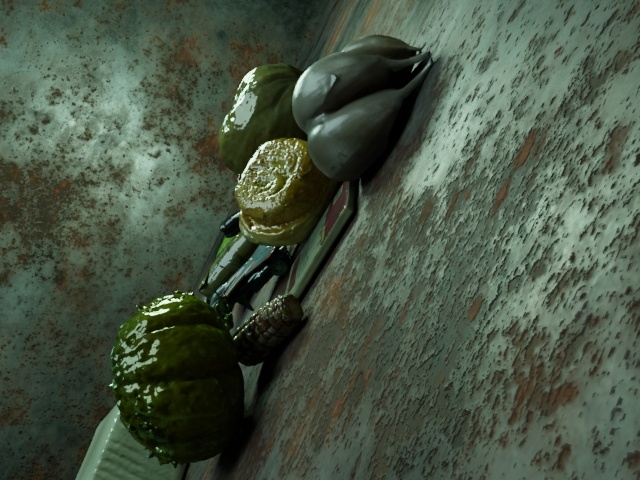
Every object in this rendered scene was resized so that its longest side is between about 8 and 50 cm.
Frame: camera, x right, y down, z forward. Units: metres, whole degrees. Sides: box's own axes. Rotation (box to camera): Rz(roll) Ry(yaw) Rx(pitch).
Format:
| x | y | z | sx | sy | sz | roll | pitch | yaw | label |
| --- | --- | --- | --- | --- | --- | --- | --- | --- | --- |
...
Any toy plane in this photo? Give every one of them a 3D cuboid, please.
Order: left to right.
| x | y | z | sx | sy | sz | roll | pitch | yaw | label |
| --- | --- | --- | --- | --- | --- | --- | --- | --- | --- |
| -0.144 | 0.071 | 1.694 | 0.326 | 0.104 | 0.223 | -59 | 11 | 8 | toy plane |

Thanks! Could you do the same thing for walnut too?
| x | y | z | sx | sy | sz | roll | pitch | yaw | label |
| --- | --- | --- | --- | --- | --- | --- | --- | --- | --- |
| -0.085 | -0.257 | 1.796 | 0.277 | 0.253 | 0.282 | -54 | 16 | 39 | walnut |

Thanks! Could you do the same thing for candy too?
| x | y | z | sx | sy | sz | roll | pitch | yaw | label |
| --- | --- | --- | --- | --- | --- | --- | --- | --- | --- |
| -0.399 | 0.518 | 1.634 | 0.145 | 0.208 | 0.358 | -50 | 15 | 31 | candy |

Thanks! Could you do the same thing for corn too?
| x | y | z | sx | sy | sz | roll | pitch | yaw | label |
| --- | --- | --- | --- | --- | --- | --- | --- | --- | --- |
| -0.091 | 0.155 | 1.368 | 0.237 | 0.079 | 0.079 | -42 | 24 | 53 | corn |

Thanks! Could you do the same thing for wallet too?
| x | y | z | sx | sy | sz | roll | pitch | yaw | label |
| --- | --- | --- | --- | --- | --- | --- | --- | --- | --- |
| -0.131 | -0.096 | 1.981 | 0.245 | 0.052 | 0.168 | -32 | 7 | 24 | wallet |

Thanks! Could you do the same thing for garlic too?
| x | y | z | sx | sy | sz | roll | pitch | yaw | label |
| --- | --- | --- | --- | --- | --- | --- | --- | --- | --- |
| 0.071 | -0.227 | 1.359 | 0.237 | 0.210 | 0.292 | -27 | -6 | -27 | garlic |

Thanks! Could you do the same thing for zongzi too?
| x | y | z | sx | sy | sz | roll | pitch | yaw | label |
| --- | --- | --- | --- | --- | --- | --- | --- | --- | --- |
| -0.194 | 0.049 | 2.028 | 0.221 | 0.112 | 0.242 | -49 | 1 | 14 | zongzi |

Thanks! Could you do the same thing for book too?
| x | y | z | sx | sy | sz | roll | pitch | yaw | label |
| --- | --- | --- | --- | --- | --- | --- | --- | --- | --- |
| 0.000 | 0.000 | 1.413 | 0.232 | 0.022 | 0.162 | -59 | 9 | 26 | book |

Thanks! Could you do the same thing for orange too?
| x | y | z | sx | sy | sz | roll | pitch | yaw | label |
| --- | --- | --- | --- | --- | --- | --- | --- | --- | --- |
| -0.254 | 0.238 | 1.377 | 0.301 | 0.223 | 0.300 | 138 | 124 | -70 | orange |

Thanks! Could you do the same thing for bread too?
| x | y | z | sx | sy | sz | roll | pitch | yaw | label |
| --- | --- | --- | --- | --- | --- | --- | --- | --- | --- |
| -0.065 | -0.099 | 1.562 | 0.198 | 0.120 | 0.236 | 6 | 63 | 37 | bread |

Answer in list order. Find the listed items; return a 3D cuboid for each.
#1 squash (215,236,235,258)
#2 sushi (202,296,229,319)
| x | y | z | sx | sy | sz | roll | pitch | yaw | label |
| --- | --- | --- | --- | --- | --- | --- | --- | --- | --- |
| -0.221 | 0.003 | 2.254 | 0.378 | 0.101 | 0.101 | 125 | 167 | -56 | squash |
| -0.287 | 0.174 | 2.204 | 0.098 | 0.084 | 0.094 | -63 | 11 | -23 | sushi |
